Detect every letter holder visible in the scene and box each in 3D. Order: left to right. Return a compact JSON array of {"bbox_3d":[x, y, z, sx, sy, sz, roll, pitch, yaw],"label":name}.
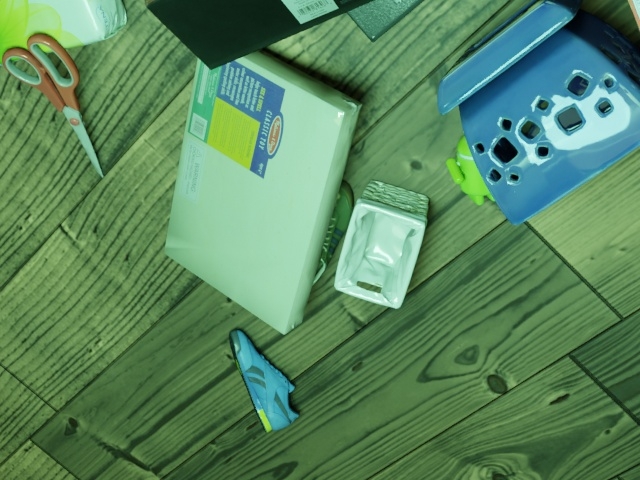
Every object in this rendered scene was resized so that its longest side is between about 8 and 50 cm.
[{"bbox_3d":[-0.065,-0.402,1.255,0.302,0.214,0.152,-17,145,25],"label":"letter holder"}]

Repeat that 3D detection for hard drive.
[{"bbox_3d":[0.092,-0.353,1.296,0.135,0.022,0.094,-35,105,30],"label":"hard drive"}]

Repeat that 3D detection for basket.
[{"bbox_3d":[0.099,0.002,1.454,0.113,0.103,0.167,18,123,5],"label":"basket"}]

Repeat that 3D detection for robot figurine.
[{"bbox_3d":[0.235,-0.112,1.368,0.101,0.067,0.115,-13,118,-8],"label":"robot figurine"}]

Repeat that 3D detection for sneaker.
[{"bbox_3d":[-0.101,0.245,1.687,0.082,0.069,0.209,-24,104,-8],"label":"sneaker"},{"bbox_3d":[0.000,0.000,1.491,0.064,0.086,0.192,23,123,2],"label":"sneaker"}]

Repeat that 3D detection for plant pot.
[{"bbox_3d":[0.294,-0.193,1.213,0.236,0.236,0.212,-36,98,30],"label":"plant pot"}]

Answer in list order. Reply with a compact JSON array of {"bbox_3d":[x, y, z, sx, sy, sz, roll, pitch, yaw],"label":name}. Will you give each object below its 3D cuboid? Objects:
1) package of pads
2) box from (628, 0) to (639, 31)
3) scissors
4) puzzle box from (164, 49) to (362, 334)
[{"bbox_3d":[-0.435,-0.421,1.365,0.229,0.101,0.296,-7,118,21],"label":"package of pads"},{"bbox_3d":[0.524,-0.329,1.112,0.300,0.142,0.154,-20,112,25],"label":"box"},{"bbox_3d":[-0.384,-0.202,1.463,0.109,0.021,0.297,-10,137,21],"label":"scissors"},{"bbox_3d":[-0.101,-0.084,1.437,0.272,0.052,0.409,33,127,23],"label":"puzzle box"}]
